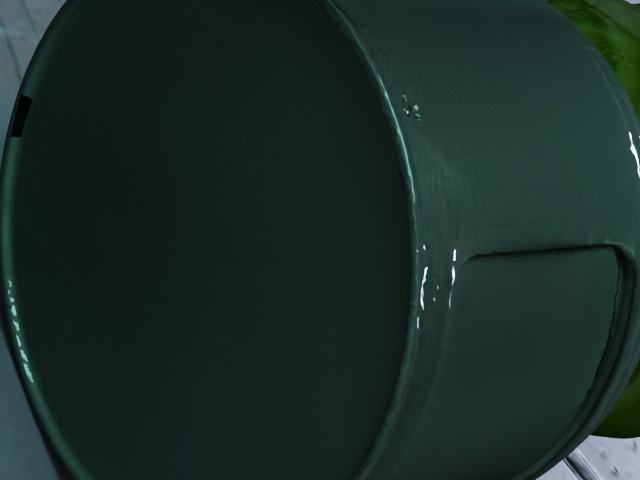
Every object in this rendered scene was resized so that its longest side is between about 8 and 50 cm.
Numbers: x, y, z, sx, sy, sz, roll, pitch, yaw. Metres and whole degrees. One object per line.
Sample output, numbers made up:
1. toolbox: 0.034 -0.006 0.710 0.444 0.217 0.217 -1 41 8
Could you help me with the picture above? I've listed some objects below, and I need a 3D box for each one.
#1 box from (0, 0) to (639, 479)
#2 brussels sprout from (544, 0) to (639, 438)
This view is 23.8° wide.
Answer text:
1. box: 0.000 0.000 0.590 0.149 0.226 0.226 -4 62 -45
2. brussels sprout: 0.138 -0.025 0.767 0.219 0.210 0.271 14 34 -7
